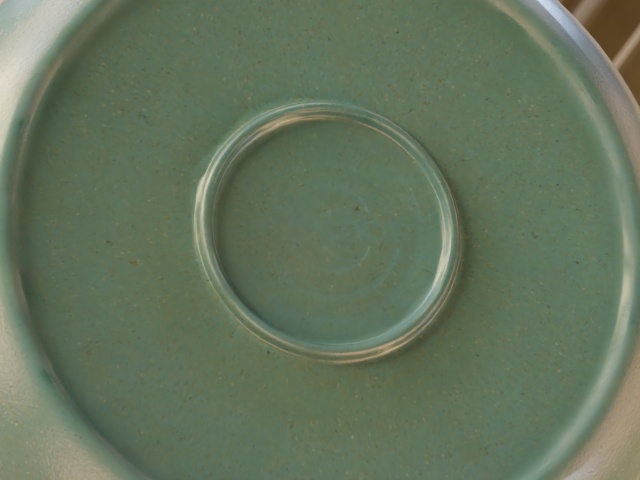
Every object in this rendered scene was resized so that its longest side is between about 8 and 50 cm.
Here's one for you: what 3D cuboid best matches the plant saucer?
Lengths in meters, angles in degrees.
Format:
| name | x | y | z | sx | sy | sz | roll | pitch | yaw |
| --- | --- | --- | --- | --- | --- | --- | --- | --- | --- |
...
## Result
| name | x | y | z | sx | sy | sz | roll | pitch | yaw |
| --- | --- | --- | --- | --- | --- | --- | --- | --- | --- |
| plant saucer | 0.000 | 0.000 | 0.755 | 0.317 | 0.317 | 0.044 | 36 | -21 | 0 |
